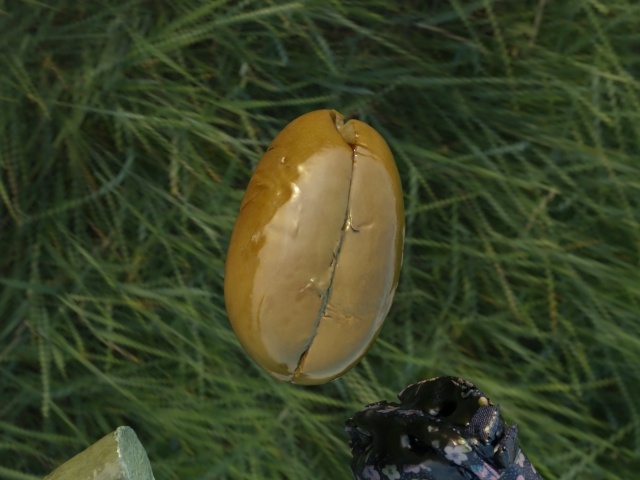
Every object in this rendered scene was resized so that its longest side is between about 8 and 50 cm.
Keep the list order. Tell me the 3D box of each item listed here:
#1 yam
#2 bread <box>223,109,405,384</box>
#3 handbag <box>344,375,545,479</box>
[{"bbox_3d":[-0.212,0.228,1.184,0.179,0.078,0.078,-36,128,13],"label":"yam"},{"bbox_3d":[0.000,0.000,0.925,0.114,0.077,0.189,13,77,-7],"label":"bread"},{"bbox_3d":[0.111,0.209,1.144,0.127,0.229,0.208,-39,101,-22],"label":"handbag"}]
